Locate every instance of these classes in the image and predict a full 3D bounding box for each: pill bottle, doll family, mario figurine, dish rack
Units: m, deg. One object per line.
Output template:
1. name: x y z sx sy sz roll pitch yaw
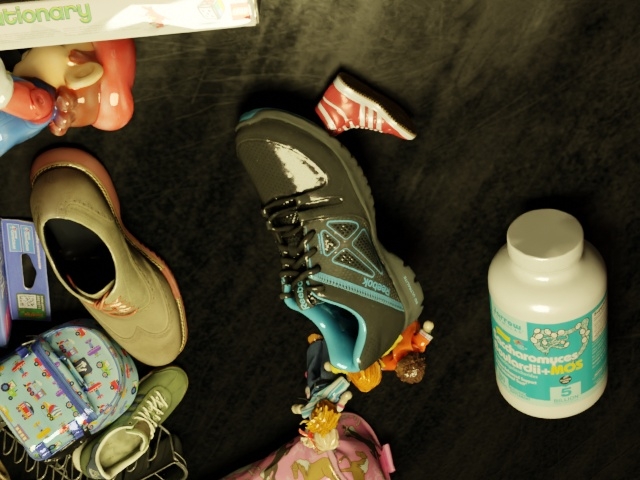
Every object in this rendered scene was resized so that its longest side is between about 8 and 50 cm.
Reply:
1. pill bottle: 0.285 0.088 1.831 0.146 0.146 0.264 -7 131 5
2. doll family: 0.027 0.167 1.879 0.118 0.163 0.263 30 124 -25
3. mario figurine: -0.340 -0.160 1.543 0.320 0.198 0.170 -34 128 -28
4. dish rack: -0.338 0.270 2.020 0.208 0.074 0.271 -30 125 21

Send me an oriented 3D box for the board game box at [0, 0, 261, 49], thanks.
1. board game box: -0.212 -0.261 1.473 0.305 0.193 0.053 -5 122 2

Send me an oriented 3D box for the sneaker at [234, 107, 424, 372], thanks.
1. sneaker: 0.000 0.000 1.706 0.125 0.140 0.341 -13 119 45

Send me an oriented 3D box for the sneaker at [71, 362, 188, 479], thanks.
1. sneaker: -0.237 0.245 1.928 0.192 0.086 0.064 -43 113 -15

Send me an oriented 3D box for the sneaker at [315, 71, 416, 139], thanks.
1. sneaker: 0.049 -0.138 1.692 0.118 0.042 0.067 33 119 -18

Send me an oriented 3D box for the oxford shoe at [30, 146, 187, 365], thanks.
1. oxford shoe: -0.266 0.054 1.793 0.123 0.130 0.348 -18 129 14

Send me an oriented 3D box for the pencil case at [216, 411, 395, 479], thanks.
1. pencil case: -0.079 0.384 2.073 0.386 0.167 0.160 -32 103 25

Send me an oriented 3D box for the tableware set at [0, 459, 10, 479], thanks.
1. tableware set: -0.428 0.342 2.050 0.039 0.128 0.194 -37 119 -5

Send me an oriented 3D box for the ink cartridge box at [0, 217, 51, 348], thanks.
1. ink cartridge box: -0.500 0.051 1.833 0.311 0.065 0.186 1 132 -5

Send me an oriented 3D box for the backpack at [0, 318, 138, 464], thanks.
1. backpack: -0.325 0.183 1.873 0.173 0.158 0.117 -32 174 -8
